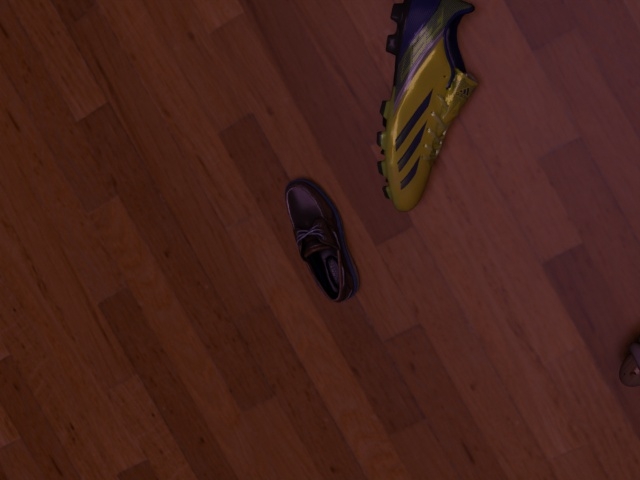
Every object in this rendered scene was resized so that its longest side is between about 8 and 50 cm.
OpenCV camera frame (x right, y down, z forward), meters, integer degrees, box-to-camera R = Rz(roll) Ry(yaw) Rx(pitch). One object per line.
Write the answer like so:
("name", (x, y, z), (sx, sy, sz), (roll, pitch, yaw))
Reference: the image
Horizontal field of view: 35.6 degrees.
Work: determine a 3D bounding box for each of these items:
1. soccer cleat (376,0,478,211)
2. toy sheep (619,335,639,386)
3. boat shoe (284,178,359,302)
("soccer cleat", (0.140, -0.175, 1.292), (0.121, 0.093, 0.289), (6, 103, 9))
("toy sheep", (0.443, 0.151, 1.270), (0.132, 0.091, 0.091), (-25, 93, 6))
("boat shoe", (0.000, 0.000, 1.380), (0.066, 0.066, 0.183), (-27, 92, 19))
